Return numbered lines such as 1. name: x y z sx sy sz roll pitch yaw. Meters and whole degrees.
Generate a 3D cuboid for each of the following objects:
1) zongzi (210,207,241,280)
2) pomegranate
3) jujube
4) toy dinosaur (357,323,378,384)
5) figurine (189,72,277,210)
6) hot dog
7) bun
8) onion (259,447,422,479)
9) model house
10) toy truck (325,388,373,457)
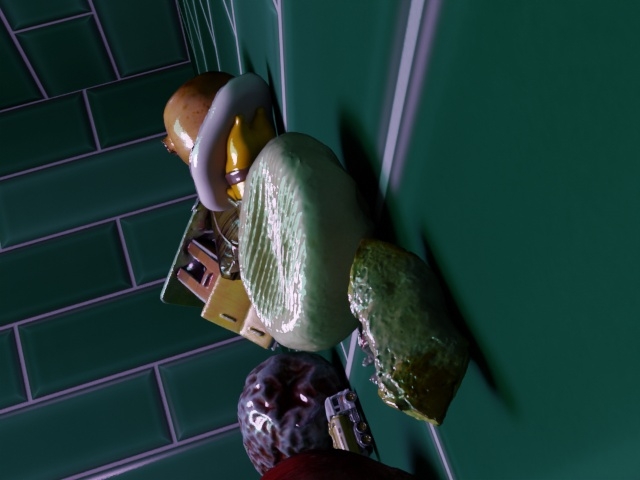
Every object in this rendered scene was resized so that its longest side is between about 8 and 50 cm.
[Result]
1. zongzi: -0.136 -0.099 1.692 0.300 0.145 0.274 113 148 -53
2. pomegranate: -0.194 -0.211 1.561 0.191 0.191 0.191 163 90 -83
3. jujube: -0.045 0.333 1.584 0.317 0.226 0.226 90 162 -62
4. toy dinosaur: 0.057 0.108 0.990 0.220 0.032 0.108 -113 7 -55
5. figurine: -0.099 -0.120 1.342 0.141 0.166 0.250 41 142 31
6. hot dog: 0.071 0.073 0.658 0.061 0.078 0.169 57 -166 -53
7. bun: 0.000 0.000 0.865 0.222 0.127 0.222 -179 90 -65
8. onion: 0.029 0.367 0.987 0.276 0.276 0.276 163 90 -83
9. model house: -0.127 0.093 2.018 0.323 0.340 0.300 33 103 42
10. toy truck: 0.045 0.309 1.401 0.052 0.063 0.123 83 168 -55
